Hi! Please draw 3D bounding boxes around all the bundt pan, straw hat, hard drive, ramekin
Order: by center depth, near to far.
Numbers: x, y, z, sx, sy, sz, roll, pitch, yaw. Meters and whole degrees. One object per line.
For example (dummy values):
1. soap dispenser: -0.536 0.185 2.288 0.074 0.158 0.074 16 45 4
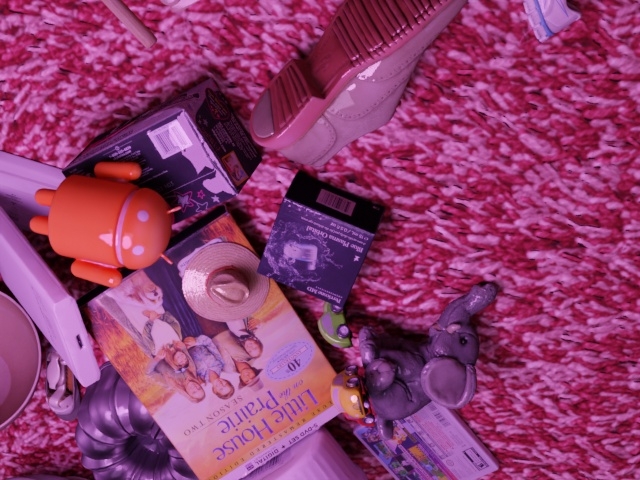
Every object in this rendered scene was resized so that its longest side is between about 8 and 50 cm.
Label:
1. straw hat: -0.148 0.077 1.722 0.144 0.061 0.145 -3 106 -12
2. hard drive: -0.472 0.082 1.781 0.307 0.040 0.203 42 151 38
3. ramekin: -0.066 0.442 1.893 0.277 0.277 0.135 -26 102 26
4. bundt pan: -0.313 0.377 2.001 0.330 0.124 0.331 6 121 10

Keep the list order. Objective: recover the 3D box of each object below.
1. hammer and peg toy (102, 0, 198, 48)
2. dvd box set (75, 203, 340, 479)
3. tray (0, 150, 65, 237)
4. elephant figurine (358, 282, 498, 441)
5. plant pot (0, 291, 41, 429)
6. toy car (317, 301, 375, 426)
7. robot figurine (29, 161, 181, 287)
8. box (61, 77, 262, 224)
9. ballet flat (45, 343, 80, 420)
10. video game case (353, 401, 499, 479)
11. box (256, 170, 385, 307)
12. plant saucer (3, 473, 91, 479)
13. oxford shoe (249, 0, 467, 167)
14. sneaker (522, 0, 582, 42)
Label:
1. hammer and peg toy: -0.212 -0.450 1.486 0.361 0.127 0.266 -25 113 26
2. dvd box set: -0.174 0.192 1.815 0.307 0.062 0.420 -32 109 -1
3. tray: -0.526 -0.077 1.845 0.270 0.030 0.145 17 123 5
4. elephant figurine: 0.191 0.199 1.757 0.239 0.169 0.186 -12 146 4
5. plant pot: -0.643 0.241 1.949 0.284 0.284 0.191 22 159 1
6. toy car: 0.035 0.196 1.772 0.053 0.239 0.225 -15 75 3
7. robot figurine: -0.317 -0.029 1.592 0.219 0.158 0.128 11 142 10
8. box: -0.246 -0.121 1.679 0.247 0.142 0.163 -23 110 25
9. ballet flat: -0.494 0.273 2.018 0.072 0.068 0.213 13 122 7
10. video game case: 0.190 0.372 1.926 0.183 0.023 0.201 -32 109 28
11. box: 0.000 0.000 1.715 0.155 0.093 0.158 22 124 1
12. plant saucer: -0.454 0.571 2.124 0.400 0.101 0.401 20 142 16
13. oxford shoe: 0.077 -0.257 1.547 0.397 0.141 0.146 -37 136 25
14. sneaker: 0.297 -0.367 1.443 0.082 0.071 0.191 -22 121 18
